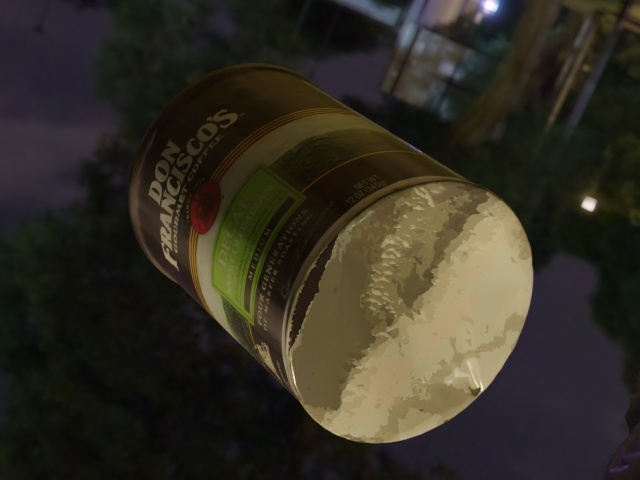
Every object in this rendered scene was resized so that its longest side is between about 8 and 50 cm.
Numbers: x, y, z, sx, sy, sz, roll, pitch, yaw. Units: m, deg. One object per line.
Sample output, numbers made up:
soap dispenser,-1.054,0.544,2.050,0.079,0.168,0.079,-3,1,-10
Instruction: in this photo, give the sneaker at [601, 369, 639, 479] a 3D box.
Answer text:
sneaker,0.163,0.060,0.319,0.180,0.124,0.321,32,-137,-6

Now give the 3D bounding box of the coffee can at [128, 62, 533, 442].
coffee can,0.000,0.000,1.103,0.202,0.201,0.275,13,-165,-36
